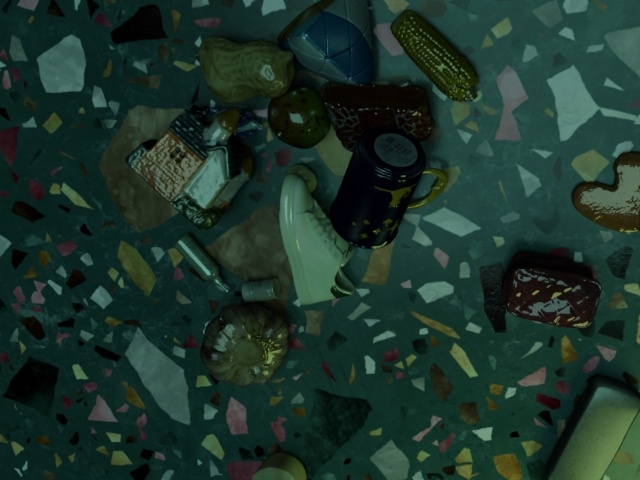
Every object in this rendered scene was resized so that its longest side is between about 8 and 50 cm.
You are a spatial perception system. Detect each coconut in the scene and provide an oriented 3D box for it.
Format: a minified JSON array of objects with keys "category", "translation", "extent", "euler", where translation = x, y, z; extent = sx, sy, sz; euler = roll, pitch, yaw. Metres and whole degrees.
[{"category":"coconut","translation":[-0.119,0.683,2.137],"extent":[0.147,0.152,0.147],"euler":[3,104,12]}]

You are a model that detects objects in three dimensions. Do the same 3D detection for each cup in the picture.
[{"category":"cup","translation":[0.163,-0.144,1.804],"extent":[0.178,0.255,0.256],"euler":[44,144,18]}]

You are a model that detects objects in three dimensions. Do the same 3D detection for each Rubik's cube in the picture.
[{"category":"Rubik's cube","translation":[0.055,-0.471,1.788],"extent":[0.254,0.254,0.254],"euler":[4,106,13]}]

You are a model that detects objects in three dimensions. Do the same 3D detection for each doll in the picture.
[{"category":"doll","translation":[-0.235,-0.303,1.939],"extent":[0.195,0.070,0.096],"euler":[11,138,14]}]

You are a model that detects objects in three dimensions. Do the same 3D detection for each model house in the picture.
[{"category":"model house","translation":[-0.286,-0.217,1.914],"extent":[0.271,0.190,0.301],"euler":[43,108,-1]}]

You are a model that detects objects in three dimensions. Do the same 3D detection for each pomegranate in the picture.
[{"category":"pomegranate","translation":[-0.033,-0.314,1.847],"extent":[0.205,0.159,0.159],"euler":[-38,94,-9]}]

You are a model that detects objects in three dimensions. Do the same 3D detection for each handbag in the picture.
[{"category":"handbag","translation":[0.548,0.118,1.824],"extent":[0.225,0.135,0.146],"euler":[10,107,7]}]

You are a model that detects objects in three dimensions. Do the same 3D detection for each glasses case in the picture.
[{"category":"glasses case","translation":[0.684,0.497,1.924],"extent":[0.131,0.074,0.323],"euler":[23,109,8]}]

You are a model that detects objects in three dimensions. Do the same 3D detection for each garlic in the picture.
[{"category":"garlic","translation":[-0.202,0.271,2.044],"extent":[0.245,0.160,0.245],"euler":[-4,106,-13]}]

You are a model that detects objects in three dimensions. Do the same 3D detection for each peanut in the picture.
[{"category":"peanut","translation":[-0.184,-0.399,1.816],"extent":[0.291,0.143,0.159],"euler":[18,101,37]}]

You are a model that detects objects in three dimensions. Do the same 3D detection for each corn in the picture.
[{"category":"corn","translation":[0.267,-0.422,1.763],"extent":[0.261,0.097,0.097],"euler":[47,111,0]}]

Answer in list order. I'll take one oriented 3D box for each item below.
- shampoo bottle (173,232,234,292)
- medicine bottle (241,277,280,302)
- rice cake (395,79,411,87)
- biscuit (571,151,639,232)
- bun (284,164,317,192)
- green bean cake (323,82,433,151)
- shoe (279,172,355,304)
[{"category":"shampoo bottle","translation":[-0.314,0.068,2.066],"extent":[0.056,0.056,0.195],"euler":[-41,92,20]},{"category":"medicine bottle","translation":[-0.159,0.133,2.043],"extent":[0.091,0.058,0.058],"euler":[-9,103,16]},{"category":"rice cake","translation":[0.163,-0.355,1.847],"extent":[0.121,0.021,0.022],"euler":[-21,104,21]},{"category":"biscuit","translation":[0.697,-0.118,1.771],"extent":[0.186,0.036,0.192],"euler":[26,109,8]},{"category":"bun","translation":[-0.053,-0.150,1.940],"extent":[0.086,0.055,0.086],"euler":[5,108,15]},{"category":"green bean cake","translation":[0.140,-0.293,1.779],"extent":[0.233,0.097,0.198],"euler":[-7,147,12]},{"category":"shoe","translation":[0.000,0.000,1.913],"extent":[0.160,0.132,0.363],"euler":[-4,118,11]}]
